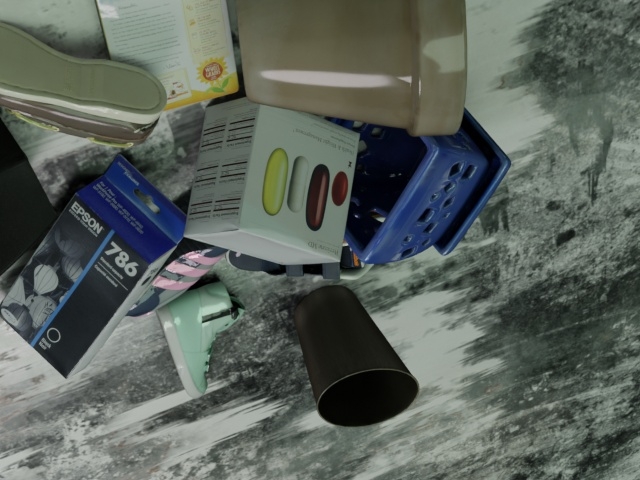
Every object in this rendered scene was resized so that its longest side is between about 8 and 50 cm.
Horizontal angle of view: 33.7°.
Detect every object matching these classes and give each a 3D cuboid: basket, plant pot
[{"bbox_3d":[0.048,0.204,1.921,0.204,0.227,0.154,9,127,-32],"label":"basket"},{"bbox_3d":[0.033,-0.291,1.416,0.280,0.323,0.323,-4,135,0],"label":"plant pot"},{"bbox_3d":[0.143,-0.115,1.668,0.212,0.236,0.236,3,130,-38],"label":"plant pot"},{"bbox_3d":[-0.474,-0.065,1.445,0.167,0.187,0.188,-30,138,-15],"label":"plant pot"}]

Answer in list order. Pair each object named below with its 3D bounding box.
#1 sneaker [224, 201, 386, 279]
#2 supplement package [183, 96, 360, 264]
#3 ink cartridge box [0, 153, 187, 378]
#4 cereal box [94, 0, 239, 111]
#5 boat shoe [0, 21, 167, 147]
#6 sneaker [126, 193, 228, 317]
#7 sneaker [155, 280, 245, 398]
[{"bbox_3d":[0.000,0.000,1.778,0.321,0.127,0.126,-16,138,-10],"label":"sneaker"},{"bbox_3d":[-0.071,-0.084,1.572,0.194,0.203,0.149,17,167,-37],"label":"supplement package"},{"bbox_3d":[-0.351,0.043,1.617,0.332,0.165,0.065,-51,172,22],"label":"ink cartridge box"},{"bbox_3d":[-0.211,-0.289,1.447,0.173,0.047,0.240,-16,136,-11],"label":"cereal box"},{"bbox_3d":[-0.371,-0.201,1.392,0.324,0.116,0.096,13,142,-20],"label":"boat shoe"},{"bbox_3d":[-0.215,0.015,1.718,0.319,0.112,0.131,-32,158,5],"label":"sneaker"},{"bbox_3d":[-0.194,0.178,1.875,0.151,0.094,0.256,-21,138,-12],"label":"sneaker"}]
